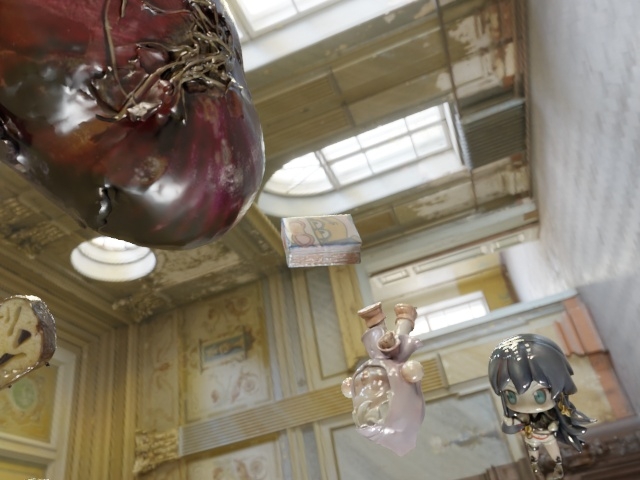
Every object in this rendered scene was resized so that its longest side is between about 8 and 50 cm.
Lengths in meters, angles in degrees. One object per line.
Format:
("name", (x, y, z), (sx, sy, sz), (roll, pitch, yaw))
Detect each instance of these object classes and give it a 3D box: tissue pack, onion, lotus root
("tissue pack", (0.000, 0.000, 1.133), (0.115, 0.155, 0.065), (-109, 18, -55))
("onion", (-0.156, -0.117, 0.446), (0.221, 0.281, 0.281), (-44, -62, -48))
("lotus root", (-0.789, 0.273, 1.430), (0.074, 0.170, 0.261), (74, -163, -76))

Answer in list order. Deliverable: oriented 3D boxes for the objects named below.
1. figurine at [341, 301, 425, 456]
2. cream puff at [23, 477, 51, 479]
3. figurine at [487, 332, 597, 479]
("figurine", (0.126, 0.245, 0.998), (0.133, 0.200, 0.276), (26, -125, -30))
("cream puff", (-0.451, 0.453, 0.855), (0.116, 0.146, 0.146), (-66, -27, -15))
("figurine", (0.440, 0.321, 1.110), (0.197, 0.175, 0.265), (-71, -29, -69))
